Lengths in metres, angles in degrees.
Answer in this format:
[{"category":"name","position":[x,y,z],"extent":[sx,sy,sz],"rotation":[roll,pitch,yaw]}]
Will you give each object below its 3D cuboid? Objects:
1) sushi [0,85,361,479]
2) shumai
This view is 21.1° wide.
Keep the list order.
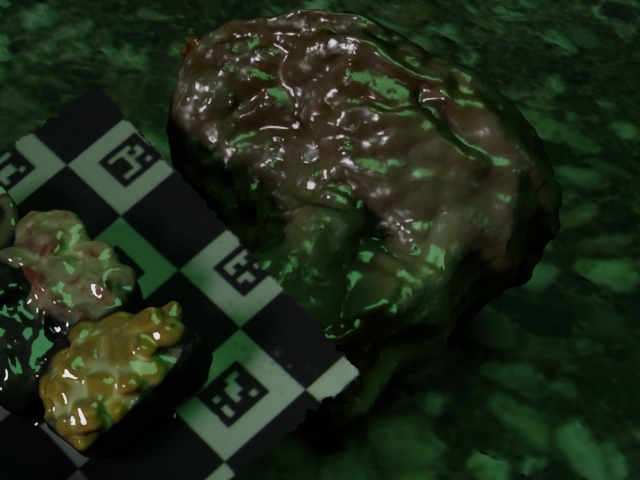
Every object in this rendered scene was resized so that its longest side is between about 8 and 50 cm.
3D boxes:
[{"category":"sushi","position":[-0.124,0.033,0.708],"extent":[0.192,0.050,0.215],"rotation":[-37,55,-10]},{"category":"shumai","position":[0.000,0.000,0.821],"extent":[0.205,0.166,0.176],"rotation":[16,62,18]}]
